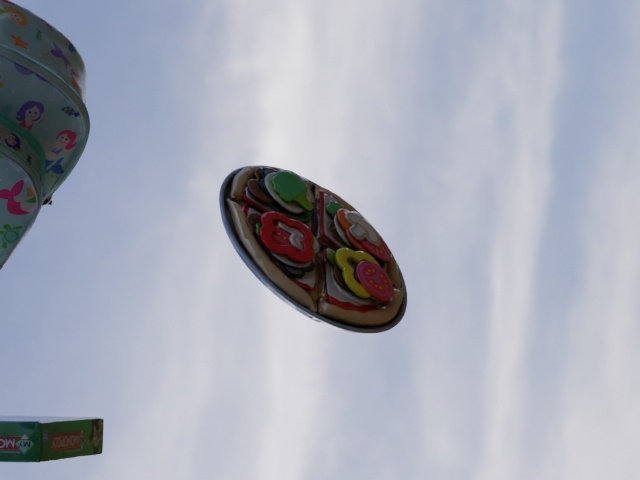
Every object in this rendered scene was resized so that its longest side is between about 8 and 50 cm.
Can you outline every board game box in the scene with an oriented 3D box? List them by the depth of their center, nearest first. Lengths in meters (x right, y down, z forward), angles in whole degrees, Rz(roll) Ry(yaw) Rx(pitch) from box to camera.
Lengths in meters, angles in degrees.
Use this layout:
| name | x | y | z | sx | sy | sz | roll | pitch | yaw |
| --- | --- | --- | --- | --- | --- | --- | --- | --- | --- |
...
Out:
| name | x | y | z | sx | sy | sz | roll | pitch | yaw |
| --- | --- | --- | --- | --- | --- | --- | --- | --- | --- |
| board game box | -0.427 | 0.219 | 1.751 | 0.213 | 0.317 | 0.046 | 28 | -118 | -78 |

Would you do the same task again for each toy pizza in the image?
| name | x | y | z | sx | sy | sz | roll | pitch | yaw |
| --- | --- | --- | --- | --- | --- | --- | --- | --- | --- |
| toy pizza | 0.000 | 0.000 | 1.389 | 0.032 | 0.201 | 0.201 | -51 | -13 | 29 |

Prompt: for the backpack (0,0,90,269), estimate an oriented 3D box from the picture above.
| name | x | y | z | sx | sy | sz | roll | pitch | yaw |
| --- | --- | --- | --- | --- | --- | --- | --- | --- | --- |
| backpack | -0.334 | -0.095 | 1.422 | 0.225 | 0.253 | 0.191 | 29 | -154 | -28 |
